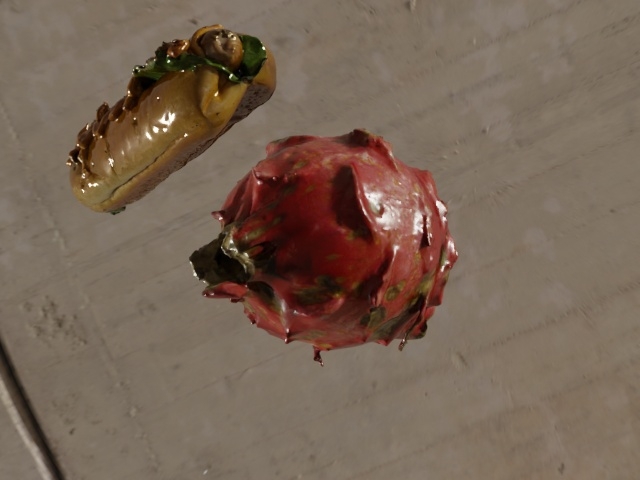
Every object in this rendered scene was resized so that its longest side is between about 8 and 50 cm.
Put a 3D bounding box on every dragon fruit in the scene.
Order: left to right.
[{"bbox_3d":[0.000,0.000,0.924,0.205,0.268,0.210,32,-62,40],"label":"dragon fruit"}]

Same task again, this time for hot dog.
[{"bbox_3d":[-0.085,-0.063,0.547,0.055,0.072,0.188,52,-36,-8],"label":"hot dog"}]
